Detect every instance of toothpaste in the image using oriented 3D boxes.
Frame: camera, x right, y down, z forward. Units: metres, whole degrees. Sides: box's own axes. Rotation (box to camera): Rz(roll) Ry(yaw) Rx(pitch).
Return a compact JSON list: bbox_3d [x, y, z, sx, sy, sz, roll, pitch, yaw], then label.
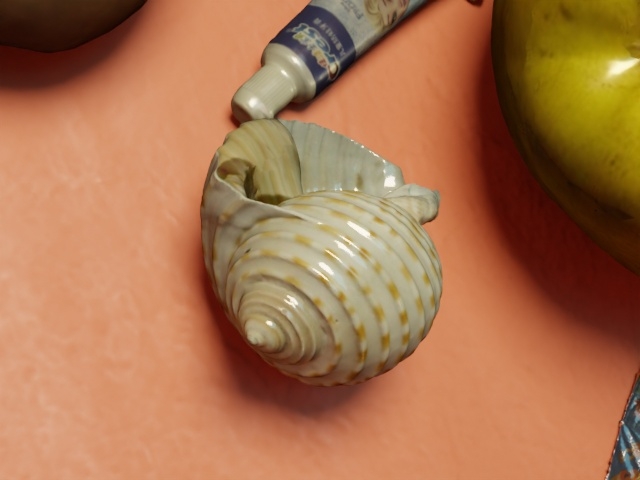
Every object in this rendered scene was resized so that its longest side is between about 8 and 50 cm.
[{"bbox_3d":[0.024,-0.137,0.588,0.062,0.037,0.216,48,63,-9],"label":"toothpaste"}]

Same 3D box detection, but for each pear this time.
[{"bbox_3d":[0.229,-0.105,0.545,0.294,0.294,0.294,8,69,-22],"label":"pear"}]

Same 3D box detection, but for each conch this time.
[{"bbox_3d":[-0.005,0.005,0.492,0.135,0.102,0.153,42,18,0],"label":"conch"}]

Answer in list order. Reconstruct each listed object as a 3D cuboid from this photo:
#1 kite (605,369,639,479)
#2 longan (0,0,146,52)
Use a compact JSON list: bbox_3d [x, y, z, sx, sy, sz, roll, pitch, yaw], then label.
[{"bbox_3d":[0.227,0.139,0.603,0.160,0.010,0.183,-13,75,-24],"label":"kite"},{"bbox_3d":[-0.136,-0.184,0.471,0.189,0.189,0.189,8,69,-22],"label":"longan"}]
